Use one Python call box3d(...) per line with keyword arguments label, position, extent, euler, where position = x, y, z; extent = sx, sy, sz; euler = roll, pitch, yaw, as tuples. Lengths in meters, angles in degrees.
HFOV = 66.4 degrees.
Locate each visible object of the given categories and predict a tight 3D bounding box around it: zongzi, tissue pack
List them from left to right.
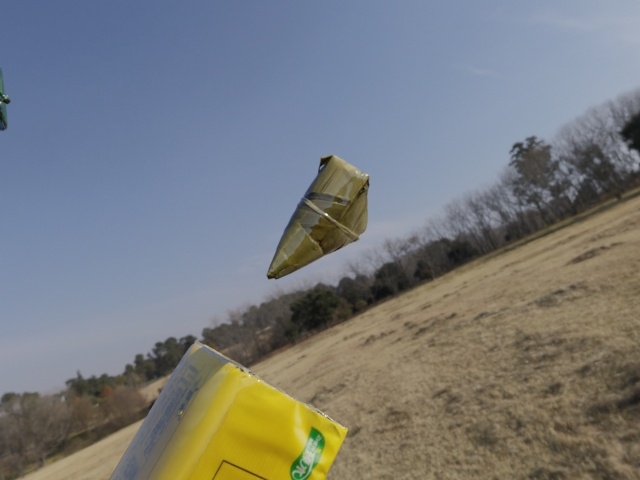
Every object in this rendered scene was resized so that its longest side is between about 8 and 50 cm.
box3d(label="tissue pack", position=(-0.173, 0.373, 0.713), extent=(0.381, 0.228, 0.293), euler=(-62, 21, -16))
box3d(label="zongzi", position=(0.000, 0.000, 0.631), extent=(0.176, 0.079, 0.160), euler=(-59, -21, -15))

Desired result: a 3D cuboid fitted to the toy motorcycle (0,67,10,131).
box3d(label="toy motorcycle", position=(-0.528, -0.179, 0.629), extent=(0.125, 0.187, 0.274), euler=(5, 52, 46))
